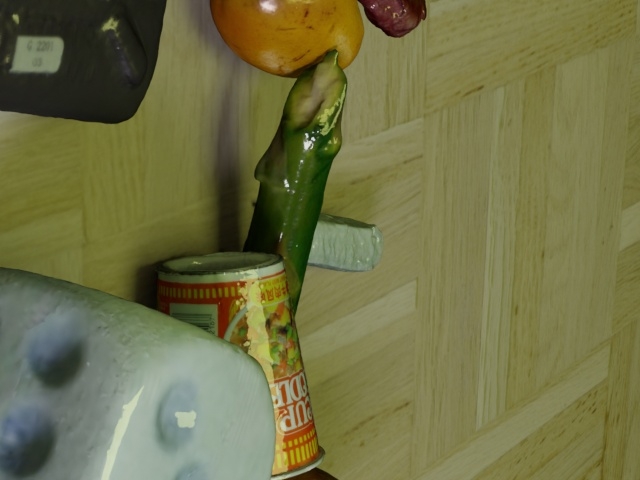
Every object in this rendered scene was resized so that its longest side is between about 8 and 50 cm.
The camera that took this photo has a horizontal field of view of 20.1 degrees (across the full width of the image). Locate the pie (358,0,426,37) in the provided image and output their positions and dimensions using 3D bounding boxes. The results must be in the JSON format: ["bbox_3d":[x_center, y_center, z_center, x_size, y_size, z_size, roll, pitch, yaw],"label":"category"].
[{"bbox_3d":[0.050,-0.316,1.933,0.218,0.054,0.204,30,37,-66],"label":"pie"}]

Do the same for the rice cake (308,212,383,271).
[{"bbox_3d":[0.000,0.000,2.034,0.206,0.069,0.063,9,93,-61],"label":"rice cake"}]

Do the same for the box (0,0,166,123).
[{"bbox_3d":[-0.238,-0.279,1.515,0.359,0.091,0.350,0,100,-57],"label":"box"}]

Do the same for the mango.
[{"bbox_3d":[-0.027,-0.229,1.833,0.219,0.144,0.112,43,28,-56],"label":"mango"}]

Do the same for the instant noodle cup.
[{"bbox_3d":[-0.096,0.123,1.830,0.193,0.193,0.212,-17,105,-56],"label":"instant noodle cup"}]

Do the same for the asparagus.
[{"bbox_3d":[-0.033,-0.036,1.877,0.085,0.082,0.343,-32,145,-51],"label":"asparagus"}]

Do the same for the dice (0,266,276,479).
[{"bbox_3d":[-0.215,0.185,1.549,0.262,0.264,0.268,38,69,-57],"label":"dice"}]

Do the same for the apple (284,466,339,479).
[{"bbox_3d":[-0.063,0.346,1.867,0.264,0.264,0.264,-28,124,-52],"label":"apple"}]
